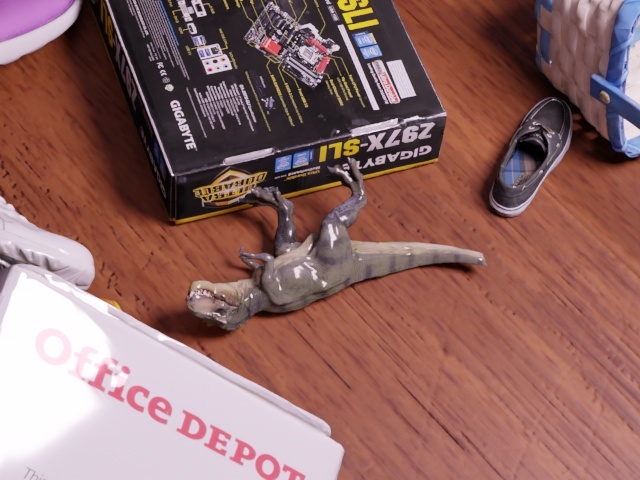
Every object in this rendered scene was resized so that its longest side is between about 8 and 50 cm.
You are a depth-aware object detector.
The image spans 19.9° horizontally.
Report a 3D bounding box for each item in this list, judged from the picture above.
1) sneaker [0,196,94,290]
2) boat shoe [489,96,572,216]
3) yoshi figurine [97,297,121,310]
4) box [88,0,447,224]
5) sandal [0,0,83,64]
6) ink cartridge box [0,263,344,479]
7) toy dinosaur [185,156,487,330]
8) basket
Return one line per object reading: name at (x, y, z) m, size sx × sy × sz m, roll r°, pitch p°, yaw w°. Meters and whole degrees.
sneaker at (-0.294, -0.020, 1.541) m, size 0.232 × 0.090 × 0.115 m, roll 16°, pitch 50°, yaw 4°
boat shoe at (0.194, -0.082, 1.651) m, size 0.049 × 0.040 × 0.142 m, roll 23°, pitch 57°, yaw 11°
yoshi figurine at (-0.332, 0.105, 1.400) m, size 0.362 × 0.204 × 0.203 m, roll -15°, pitch 42°, yaw -12°
box at (-0.062, -0.186, 1.681) m, size 0.257 × 0.079 × 0.322 m, roll -14°, pitch 57°, yaw -16°
sandal at (-0.398, -0.217, 1.612) m, size 0.416 × 0.102 × 0.169 m, roll -12°, pitch 46°, yaw -28°
ink cartridge box at (-0.184, 0.258, 1.201) m, size 0.285 × 0.166 × 0.395 m, roll 32°, pitch 61°, yaw -26°
toy dinosaur at (0.000, 0.000, 1.566) m, size 0.268 × 0.064 × 0.118 m, roll -13°, pitch 76°, yaw -17°
basket at (0.344, -0.177, 1.631) m, size 0.254 × 0.201 × 0.289 m, roll -35°, pitch 55°, yaw -26°
